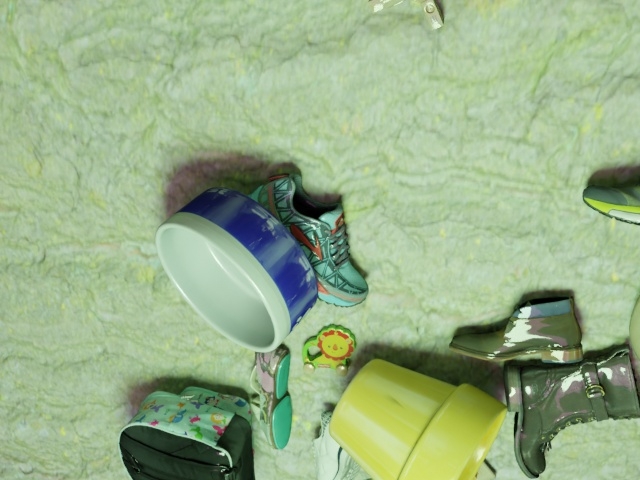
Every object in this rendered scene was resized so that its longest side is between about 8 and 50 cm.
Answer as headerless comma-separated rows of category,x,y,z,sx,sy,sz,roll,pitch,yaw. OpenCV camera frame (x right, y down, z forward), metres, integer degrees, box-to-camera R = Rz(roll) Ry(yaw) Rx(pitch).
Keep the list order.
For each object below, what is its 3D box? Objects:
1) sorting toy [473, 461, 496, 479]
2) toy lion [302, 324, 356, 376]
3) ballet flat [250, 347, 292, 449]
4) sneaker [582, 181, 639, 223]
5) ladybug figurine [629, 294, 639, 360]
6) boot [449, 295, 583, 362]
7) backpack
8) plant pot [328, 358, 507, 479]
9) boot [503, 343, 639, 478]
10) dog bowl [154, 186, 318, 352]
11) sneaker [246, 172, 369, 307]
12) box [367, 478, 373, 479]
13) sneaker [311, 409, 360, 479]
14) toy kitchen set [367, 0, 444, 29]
sorting toy,0.208,0.436,1.473,0.193,0.038,0.208,-33,109,26
toy lion,0.015,0.199,1.383,0.100,0.034,0.096,0,113,12
ballet flat,-0.098,0.296,1.444,0.079,0.077,0.221,14,118,26
sneaker,0.531,-0.081,1.077,0.300,0.111,0.121,-2,88,22
ladybug figurine,0.691,0.112,1.110,0.450,0.162,0.305,-30,110,25
boot,0.326,0.144,1.273,0.219,0.082,0.106,0,98,17
backpack,-0.253,0.400,1.458,0.254,0.191,0.225,6,123,13
plant pot,0.156,0.331,1.304,0.239,0.254,0.253,30,125,23
boot,0.448,0.306,1.316,0.229,0.091,0.262,-8,116,17
dog bowl,-0.135,0.048,1.209,0.265,0.104,0.264,32,148,23
sneaker,0.000,0.000,1.226,0.125,0.104,0.262,-38,106,26
box,0.001,0.617,1.572,0.311,0.121,0.148,-22,112,23
sneaker,0.025,0.426,1.489,0.095,0.090,0.235,35,134,24
toy kitchen set,0.116,-0.313,1.039,0.083,0.068,0.075,-19,114,22
